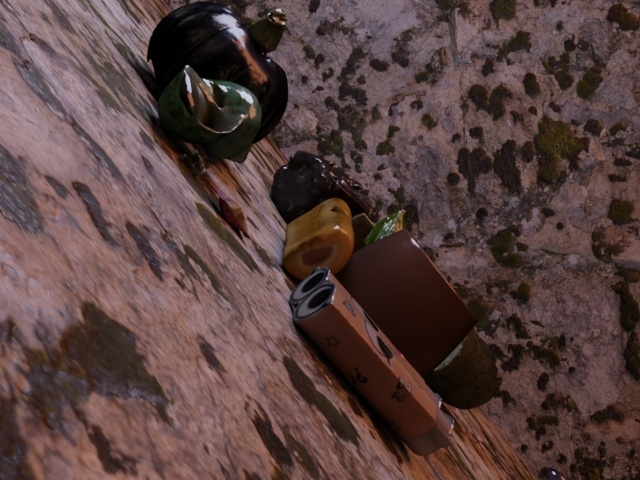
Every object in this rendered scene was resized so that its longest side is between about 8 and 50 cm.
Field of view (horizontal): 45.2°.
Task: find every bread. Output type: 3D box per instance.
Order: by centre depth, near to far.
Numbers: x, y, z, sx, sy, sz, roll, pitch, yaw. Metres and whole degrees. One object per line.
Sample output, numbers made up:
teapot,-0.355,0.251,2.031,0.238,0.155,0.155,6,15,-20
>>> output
bread,0.000,0.000,1.426,0.091,0.142,0.305,53,8,-11

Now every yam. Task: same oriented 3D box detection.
yam,0.336,0.307,1.982,0.300,0.195,0.195,45,9,-44

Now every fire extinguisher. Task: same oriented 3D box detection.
fire extinguisher,0.068,-0.098,1.756,0.158,0.043,0.064,42,6,-32

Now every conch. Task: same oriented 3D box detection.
conch,-0.177,-0.200,1.239,0.188,0.122,0.176,20,22,-35

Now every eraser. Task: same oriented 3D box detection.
eraser,0.076,0.180,1.157,0.290,0.087,0.171,50,7,-17

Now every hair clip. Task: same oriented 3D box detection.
hair clip,-0.188,-0.118,1.219,0.115,0.030,0.039,-23,94,-83

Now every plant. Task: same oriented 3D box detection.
plant,0.000,-0.097,1.865,0.234,0.204,0.178,38,17,-44

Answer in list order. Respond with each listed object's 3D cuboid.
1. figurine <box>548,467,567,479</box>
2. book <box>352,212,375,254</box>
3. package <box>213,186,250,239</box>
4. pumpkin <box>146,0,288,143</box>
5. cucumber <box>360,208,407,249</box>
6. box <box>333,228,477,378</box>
figurine,0.403,0.519,1.297,0.265,0.175,0.197,58,-3,-30
book,0.101,0.054,1.831,0.242,0.170,0.018,51,29,-26
package,-0.132,-0.041,1.166,0.059,0.029,0.083,47,-12,54
pumpkin,-0.171,-0.332,1.463,0.296,0.296,0.296,52,5,-7
cucumber,0.140,0.042,1.722,0.134,0.244,0.134,20,-7,3
box,0.144,0.126,1.440,0.301,0.216,0.301,50,7,-9
